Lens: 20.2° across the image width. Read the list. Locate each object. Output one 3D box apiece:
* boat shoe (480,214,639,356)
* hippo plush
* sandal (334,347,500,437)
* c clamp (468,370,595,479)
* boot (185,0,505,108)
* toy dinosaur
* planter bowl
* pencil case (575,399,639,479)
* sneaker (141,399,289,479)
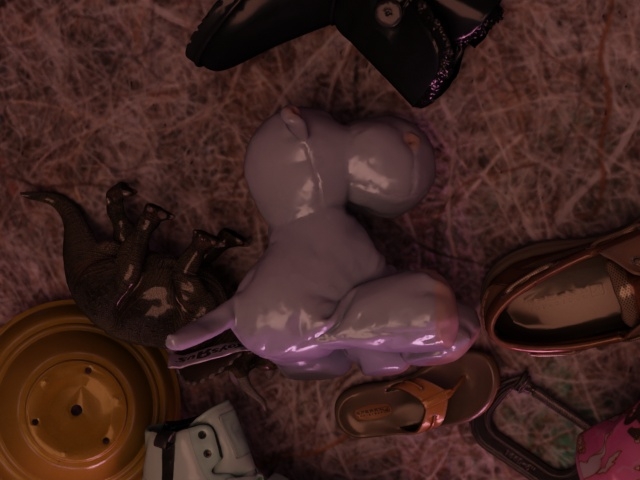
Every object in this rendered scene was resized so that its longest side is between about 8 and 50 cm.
[{"bbox_3d":[0.298,0.038,1.638,0.324,0.116,0.123,-21,102,19],"label":"boat shoe"},{"bbox_3d":[0.000,0.000,1.679,0.294,0.234,0.237,-2,77,-5],"label":"hippo plush"},{"bbox_3d":[0.093,0.159,1.761,0.180,0.049,0.072,-17,97,20],"label":"sandal"},{"bbox_3d":[0.232,0.182,1.755,0.160,0.022,0.137,29,119,3],"label":"c clamp"},{"bbox_3d":[0.022,-0.191,1.640,0.207,0.094,0.246,45,106,0],"label":"boot"},{"bbox_3d":[-0.171,0.044,1.753,0.313,0.121,0.160,23,98,1],"label":"toy dinosaur"},{"bbox_3d":[-0.242,0.166,1.775,0.217,0.090,0.217,0,87,-10],"label":"planter bowl"},{"bbox_3d":[0.412,0.157,1.593,0.386,0.167,0.160,-35,126,23],"label":"pencil case"},{"bbox_3d":[-0.058,0.233,1.735,0.255,0.094,0.151,0,99,13],"label":"sneaker"}]
